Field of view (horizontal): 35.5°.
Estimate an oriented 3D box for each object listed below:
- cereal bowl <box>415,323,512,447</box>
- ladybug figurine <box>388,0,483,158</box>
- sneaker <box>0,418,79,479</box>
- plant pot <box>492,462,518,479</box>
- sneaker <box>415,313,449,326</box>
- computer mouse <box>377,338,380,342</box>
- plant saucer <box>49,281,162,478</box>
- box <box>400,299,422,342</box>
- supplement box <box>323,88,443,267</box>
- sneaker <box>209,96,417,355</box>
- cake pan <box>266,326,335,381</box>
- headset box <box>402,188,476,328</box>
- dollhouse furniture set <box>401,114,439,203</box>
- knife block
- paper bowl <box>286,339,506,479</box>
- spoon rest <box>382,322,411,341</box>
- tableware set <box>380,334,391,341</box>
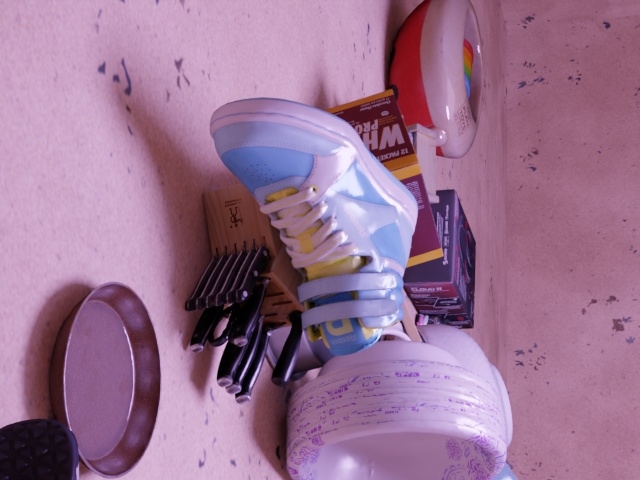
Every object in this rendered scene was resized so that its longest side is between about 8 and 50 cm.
[{"bbox_3d":[0.261,0.315,1.842,0.339,0.141,0.339,171,-90,-82],"label":"cereal bowl"},{"bbox_3d":[0.239,-0.344,2.081,0.449,0.161,0.305,-74,153,-48],"label":"ladybug figurine"},{"bbox_3d":[-0.223,0.242,0.695,0.097,0.084,0.235,104,-5,-60],"label":"sneaker"},{"bbox_3d":[0.178,0.465,1.622,0.195,0.290,0.290,-25,115,-33],"label":"plant pot"},{"bbox_3d":[0.254,0.238,2.151,0.072,0.077,0.178,-69,151,-51],"label":"sneaker"},{"bbox_3d":[0.053,0.094,1.408,0.262,0.060,0.184,81,10,-55],"label":"computer mouse"},{"bbox_3d":[-0.188,0.120,0.868,0.168,0.029,0.169,-3,90,-73],"label":"plant saucer"},{"bbox_3d":[0.106,0.062,1.667,0.164,0.021,0.201,59,-5,49],"label":"box"},{"bbox_3d":[0.088,-0.086,1.525,0.191,0.129,0.194,-103,174,-47],"label":"supplement box"},{"bbox_3d":[0.000,0.000,1.033,0.319,0.127,0.208,31,54,-45],"label":"sneaker"},{"bbox_3d":[-0.019,0.045,1.370,0.293,0.054,0.293,-4,90,-72],"label":"cake pan"},{"bbox_3d":[0.255,0.039,2.138,0.293,0.110,0.218,56,35,-58],"label":"headset box"},{"bbox_3d":[0.097,-0.136,1.708,0.183,0.129,0.129,15,71,-46],"label":"dollhouse furniture set"},{"bbox_3d":[-0.042,0.049,1.147,0.275,0.088,0.242,-8,88,-56],"label":"knife block"},{"bbox_3d":[0.095,0.235,1.317,0.284,0.284,0.148,60,23,-54],"label":"paper bowl"},{"bbox_3d":[0.131,0.198,1.670,0.276,0.084,0.137,46,13,-50],"label":"spoon rest"},{"bbox_3d":[0.125,0.239,1.807,0.194,0.039,0.128,-43,127,-68],"label":"tableware set"}]
